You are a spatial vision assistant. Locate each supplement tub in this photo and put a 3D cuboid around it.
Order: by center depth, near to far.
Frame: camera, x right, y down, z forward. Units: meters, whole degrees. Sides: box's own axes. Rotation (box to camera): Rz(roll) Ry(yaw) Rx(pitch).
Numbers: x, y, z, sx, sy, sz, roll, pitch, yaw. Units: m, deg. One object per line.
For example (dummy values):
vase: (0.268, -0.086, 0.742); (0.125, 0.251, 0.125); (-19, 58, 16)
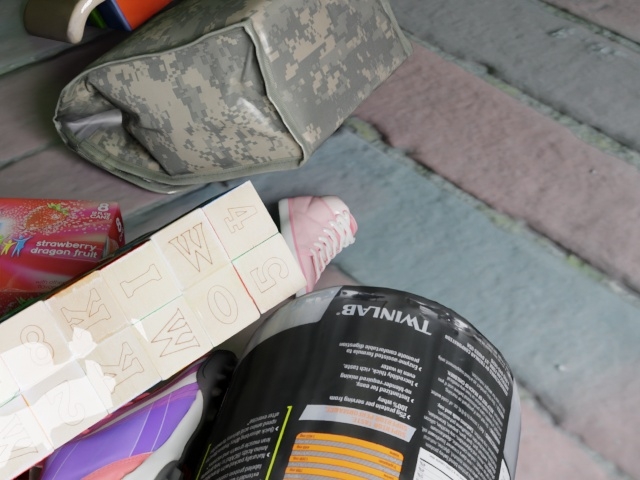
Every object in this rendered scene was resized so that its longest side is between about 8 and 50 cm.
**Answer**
supplement tub: (0.009, 0.203, 0.852); (0.207, 0.207, 0.338); (7, 39, 11)

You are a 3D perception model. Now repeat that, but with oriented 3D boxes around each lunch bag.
lunch bag: (-0.095, -0.167, 1.360); (0.287, 0.169, 0.235); (-8, 27, 37)

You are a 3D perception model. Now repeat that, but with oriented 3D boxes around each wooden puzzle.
wooden puzzle: (-0.156, -0.320, 1.510); (0.348, 0.080, 0.322); (-39, 20, -10)

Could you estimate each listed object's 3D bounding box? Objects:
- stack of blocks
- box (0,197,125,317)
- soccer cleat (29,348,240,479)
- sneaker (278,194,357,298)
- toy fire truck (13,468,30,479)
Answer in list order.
stack of blocks: (-0.175, 0.077, 0.952); (0.297, 0.087, 0.171); (-32, 6, -27)
box: (-0.295, 0.046, 1.133); (0.256, 0.123, 0.128); (2, 37, 4)
soccer cleat: (-0.133, 0.153, 0.950); (0.116, 0.109, 0.318); (6, 20, 10)
sneaker: (0.000, 0.000, 1.242); (0.070, 0.051, 0.134); (-7, 34, 0)
toy fire truck: (-0.243, 0.205, 0.986); (0.192, 0.047, 0.135); (-4, 38, -3)
